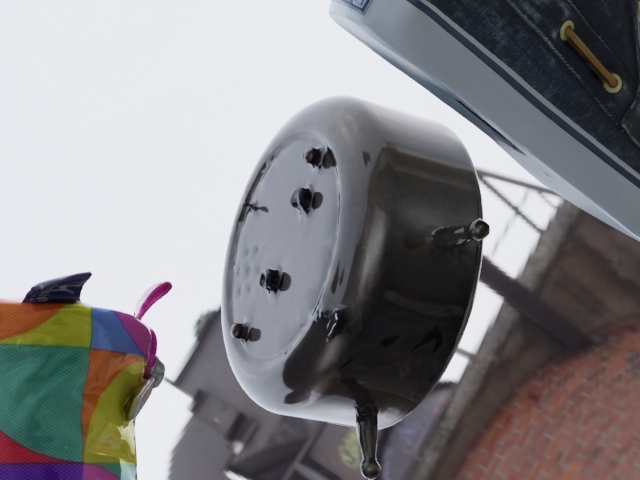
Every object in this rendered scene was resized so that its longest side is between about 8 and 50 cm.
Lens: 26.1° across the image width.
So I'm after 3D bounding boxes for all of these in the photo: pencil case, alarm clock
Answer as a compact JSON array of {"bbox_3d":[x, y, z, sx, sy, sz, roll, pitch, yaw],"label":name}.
[{"bbox_3d":[-0.106,0.129,0.496,0.104,0.104,0.236,7,-102,-33],"label":"pencil case"},{"bbox_3d":[0.000,0.000,0.569,0.064,0.192,0.129,15,-72,-23],"label":"alarm clock"}]

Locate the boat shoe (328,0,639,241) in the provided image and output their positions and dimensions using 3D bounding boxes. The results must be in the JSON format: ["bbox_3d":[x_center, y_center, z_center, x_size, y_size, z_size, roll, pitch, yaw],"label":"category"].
[{"bbox_3d":[0.095,-0.061,0.477,0.183,0.065,0.083,34,-87,-28],"label":"boat shoe"}]
